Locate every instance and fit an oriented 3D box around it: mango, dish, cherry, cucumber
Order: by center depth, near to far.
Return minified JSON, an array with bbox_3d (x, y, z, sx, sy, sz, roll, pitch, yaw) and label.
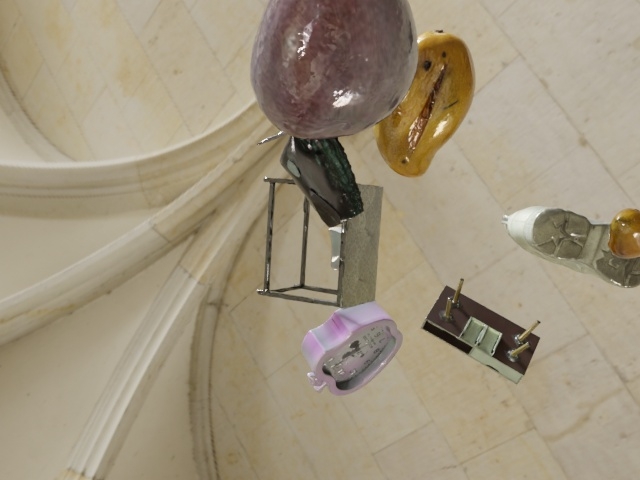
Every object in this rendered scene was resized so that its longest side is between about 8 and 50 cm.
[{"bbox_3d":[0.017,-0.226,0.815,0.213,0.266,0.183,-29,-117,-32],"label":"cherry"},{"bbox_3d":[0.523,-0.011,1.122,0.127,0.077,0.063,45,-173,-50],"label":"mango"},{"bbox_3d":[-0.008,-0.112,1.126,0.193,0.115,0.086,58,-137,-13],"label":"cucumber"},{"bbox_3d":[0.197,-0.256,1.293,0.177,0.295,0.120,12,-158,-13],"label":"mango"},{"bbox_3d":[0.109,0.043,2.444,0.151,0.212,0.077,33,-124,32],"label":"dish"}]

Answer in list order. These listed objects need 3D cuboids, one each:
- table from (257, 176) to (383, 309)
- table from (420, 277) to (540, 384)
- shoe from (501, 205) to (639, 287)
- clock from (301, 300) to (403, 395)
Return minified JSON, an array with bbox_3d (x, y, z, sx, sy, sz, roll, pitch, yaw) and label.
[{"bbox_3d":[0.000,0.000,1.893,0.222,0.272,0.335,-3,-82,-61],"label":"table"},{"bbox_3d":[0.363,0.185,1.469,0.240,0.111,0.121,29,-131,12],"label":"table"},{"bbox_3d":[0.576,0.000,1.520,0.342,0.132,0.210,18,-175,-17],"label":"shoe"},{"bbox_3d":[0.092,0.340,2.088,0.338,0.338,0.102,8,-149,-43],"label":"clock"}]
